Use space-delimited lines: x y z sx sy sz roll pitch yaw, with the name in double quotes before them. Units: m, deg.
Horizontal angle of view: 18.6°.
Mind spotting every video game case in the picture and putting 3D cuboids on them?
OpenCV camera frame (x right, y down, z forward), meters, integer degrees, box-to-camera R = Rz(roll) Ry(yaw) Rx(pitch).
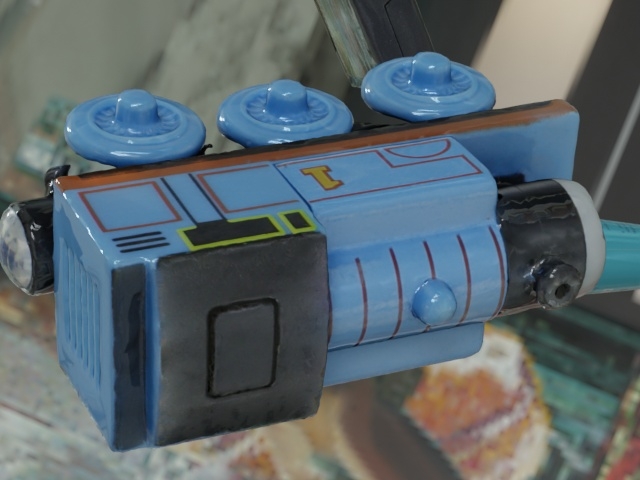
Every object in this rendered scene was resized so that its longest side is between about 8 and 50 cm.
"video game case" -0.009 -0.216 1.094 0.248 0.035 0.275 -127 15 -83

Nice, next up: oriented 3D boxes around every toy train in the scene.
"toy train" 0.000 0.000 0.583 0.105 0.184 0.080 -129 37 -51

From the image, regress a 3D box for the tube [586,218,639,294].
"tube" 0.148 0.008 1.055 0.080 0.207 0.052 -161 73 -72
